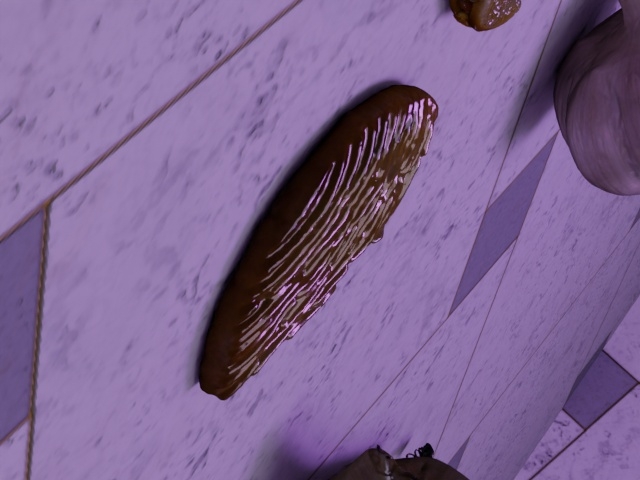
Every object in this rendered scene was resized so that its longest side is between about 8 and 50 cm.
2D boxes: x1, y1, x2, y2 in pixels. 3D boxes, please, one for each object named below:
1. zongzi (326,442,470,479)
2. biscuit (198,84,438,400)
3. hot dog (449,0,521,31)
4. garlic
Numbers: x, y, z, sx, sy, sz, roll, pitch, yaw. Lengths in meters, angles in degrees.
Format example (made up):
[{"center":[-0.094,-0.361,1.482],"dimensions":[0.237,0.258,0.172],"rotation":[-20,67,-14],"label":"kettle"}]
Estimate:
[{"center":[0.093,0.236,1.455],"dimensions":[0.447,0.181,0.418],"rotation":[-43,157,-50],"label":"zongzi"},{"center":[0.001,0.000,0.994],"dimensions":[0.229,0.031,0.176],"rotation":[-60,163,3],"label":"biscuit"},{"center":[0.102,-0.151,1.022],"dimensions":[0.034,0.030,0.090],"rotation":[-60,164,9],"label":"hot dog"},{"center":[0.286,-0.164,1.360],"dimensions":[0.218,0.218,0.212],"rotation":[-47,122,-36],"label":"garlic"}]
